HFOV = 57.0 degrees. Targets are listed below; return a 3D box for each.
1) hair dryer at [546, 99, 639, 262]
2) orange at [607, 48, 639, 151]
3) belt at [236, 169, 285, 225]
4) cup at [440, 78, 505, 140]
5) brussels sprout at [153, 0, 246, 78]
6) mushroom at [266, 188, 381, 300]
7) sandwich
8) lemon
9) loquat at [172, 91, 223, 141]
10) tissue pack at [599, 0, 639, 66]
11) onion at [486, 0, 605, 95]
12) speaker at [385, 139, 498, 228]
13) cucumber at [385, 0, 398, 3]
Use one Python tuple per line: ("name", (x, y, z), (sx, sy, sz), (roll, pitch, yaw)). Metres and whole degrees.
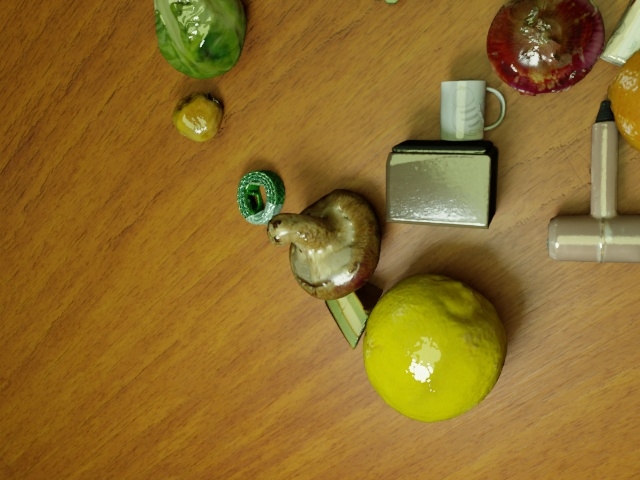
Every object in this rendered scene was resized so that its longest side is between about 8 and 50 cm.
("hair dryer", (0.591, -0.124, 1.265), (0.189, 0.107, 0.344), (1, 94, 24))
("orange", (0.738, -0.264, 1.104), (0.274, 0.310, 0.274), (35, 131, 55))
("belt", (-0.163, -0.113, 1.575), (0.121, 0.079, 0.151), (8, 106, 20))
("cup", (0.335, -0.291, 1.314), (0.136, 0.099, 0.133), (5, 103, 25))
("brussels sprout", (-0.298, -0.540, 1.443), (0.219, 0.210, 0.271), (-9, 136, 29))
("mushroom", (0.021, 0.019, 1.444), (0.267, 0.254, 0.267), (13, 117, 28))
("sandwich", (0.062, 0.169, 1.495), (0.144, 0.187, 0.117), (23, 110, 10))
("lemon", (0.255, 0.246, 1.353), (0.348, 0.348, 0.347), (5, 104, 21))
("loquat", (-0.324, -0.332, 1.576), (0.137, 0.113, 0.137), (-3, 79, 18))
("tissue pack", (0.665, -0.422, 1.151), (0.148, 0.092, 0.196), (28, 111, 12))
("onion", (0.459, -0.408, 1.203), (0.230, 0.163, 0.229), (3, 103, 13))
("speaker", (0.277, -0.128, 1.344), (0.231, 0.153, 0.192), (5, 109, 21))
("cucumber", (0.173, -0.596, 1.347), (0.067, 0.035, 0.107), (18, 111, 37))
